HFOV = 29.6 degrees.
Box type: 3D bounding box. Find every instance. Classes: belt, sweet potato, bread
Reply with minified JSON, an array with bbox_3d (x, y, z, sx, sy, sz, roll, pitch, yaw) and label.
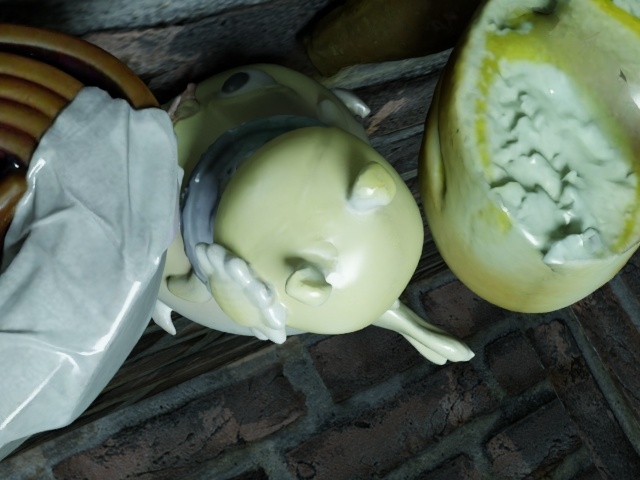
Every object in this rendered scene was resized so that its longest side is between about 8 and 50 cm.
[{"bbox_3d":[-0.222,0.029,0.592,0.338,0.217,0.122,-35,172,-14],"label":"belt"},{"bbox_3d":[0.106,-0.182,0.819,0.285,0.085,0.112,-33,-177,27],"label":"sweet potato"},{"bbox_3d":[0.175,-0.112,0.690,0.333,0.160,0.333,-47,169,-13],"label":"bread"}]

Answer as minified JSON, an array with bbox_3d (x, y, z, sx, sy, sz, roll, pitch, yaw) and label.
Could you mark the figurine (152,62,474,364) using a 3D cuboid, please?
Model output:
[{"bbox_3d":[0.000,0.000,0.778,0.227,0.274,0.394,-55,-173,-4],"label":"figurine"}]
